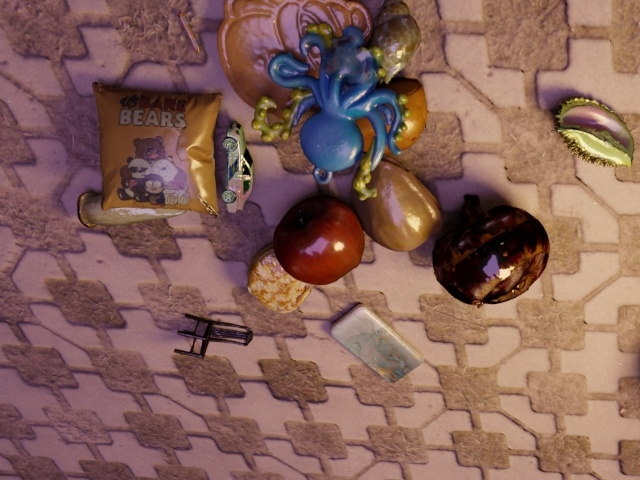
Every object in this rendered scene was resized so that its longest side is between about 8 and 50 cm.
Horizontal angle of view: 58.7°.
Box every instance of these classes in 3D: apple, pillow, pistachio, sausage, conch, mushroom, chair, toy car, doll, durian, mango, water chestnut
[{"bbox_3d":[0.001,-0.001,1.433,0.233,0.234,0.234,2,120,3],"label":"apple"},{"bbox_3d":[-0.393,-0.213,1.375,0.309,0.119,0.313,4,103,4],"label":"pillow"},{"bbox_3d":[0.169,-0.088,1.400,0.212,0.163,0.261,-26,111,30],"label":"pistachio"},{"bbox_3d":[-0.298,-0.472,1.295,0.015,0.015,0.100,-17,117,13],"label":"sausage"},{"bbox_3d":[0.154,-0.428,1.233,0.106,0.116,0.173,28,120,-13],"label":"conch"},{"bbox_3d":[-0.485,-0.093,1.486,0.312,0.081,0.100,-7,120,6],"label":"mushroom"},{"bbox_3d":[-0.312,0.295,1.682,0.212,0.101,0.084,14,120,-3],"label":"chair"},{"bbox_3d":[-0.203,-0.181,1.411,0.076,0.090,0.224,5,119,-3],"label":"toy car"},{"bbox_3d":[0.031,-0.288,1.235,0.345,0.099,0.342,20,103,15],"label":"doll"},{"bbox_3d":[0.616,-0.247,1.319,0.220,0.137,0.095,24,153,-15],"label":"durian"},{"bbox_3d":[0.125,-0.275,1.311,0.235,0.136,0.166,6,128,12],"label":"mango"},{"bbox_3d":[0.408,0.016,1.410,0.299,0.300,0.300,2,120,3],"label":"water chestnut"}]

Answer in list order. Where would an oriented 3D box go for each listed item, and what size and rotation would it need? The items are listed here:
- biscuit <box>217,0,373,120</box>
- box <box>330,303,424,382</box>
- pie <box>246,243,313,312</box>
[{"bbox_3d":[-0.067,-0.447,1.272,0.351,0.057,0.312,-31,114,19],"label":"biscuit"},{"bbox_3d":[0.169,0.311,1.695,0.285,0.044,0.142,42,110,-19],"label":"box"},{"bbox_3d":[-0.109,0.100,1.567,0.178,0.084,0.205,25,116,-14],"label":"pie"}]
